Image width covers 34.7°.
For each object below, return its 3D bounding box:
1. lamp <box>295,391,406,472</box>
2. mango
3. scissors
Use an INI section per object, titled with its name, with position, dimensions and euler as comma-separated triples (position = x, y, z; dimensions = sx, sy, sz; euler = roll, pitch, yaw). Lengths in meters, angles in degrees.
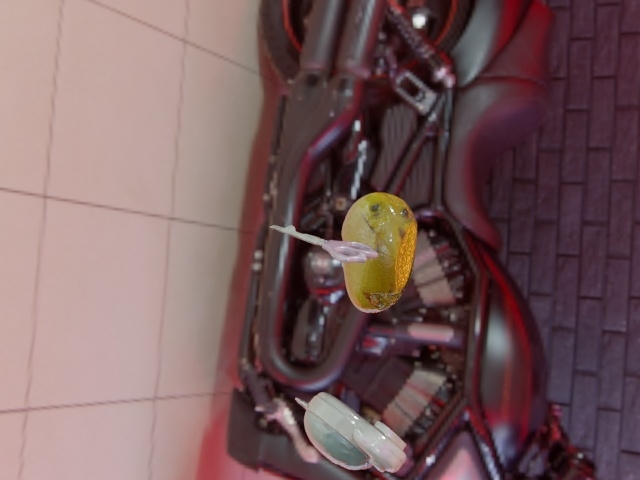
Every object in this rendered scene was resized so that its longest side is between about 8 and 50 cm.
[lamp]
position = 0.057, 0.385, 1.980
dimensions = 0.108, 0.246, 0.179
euler = -57, 133, -12
[mango]
position = 0.114, 0.029, 2.080
dimensions = 0.130, 0.167, 0.262
euler = -13, 114, -41
[scissors]
position = 0.000, 0.001, 1.889
dimensions = 0.110, 0.212, 0.021
euler = -21, 128, -62
